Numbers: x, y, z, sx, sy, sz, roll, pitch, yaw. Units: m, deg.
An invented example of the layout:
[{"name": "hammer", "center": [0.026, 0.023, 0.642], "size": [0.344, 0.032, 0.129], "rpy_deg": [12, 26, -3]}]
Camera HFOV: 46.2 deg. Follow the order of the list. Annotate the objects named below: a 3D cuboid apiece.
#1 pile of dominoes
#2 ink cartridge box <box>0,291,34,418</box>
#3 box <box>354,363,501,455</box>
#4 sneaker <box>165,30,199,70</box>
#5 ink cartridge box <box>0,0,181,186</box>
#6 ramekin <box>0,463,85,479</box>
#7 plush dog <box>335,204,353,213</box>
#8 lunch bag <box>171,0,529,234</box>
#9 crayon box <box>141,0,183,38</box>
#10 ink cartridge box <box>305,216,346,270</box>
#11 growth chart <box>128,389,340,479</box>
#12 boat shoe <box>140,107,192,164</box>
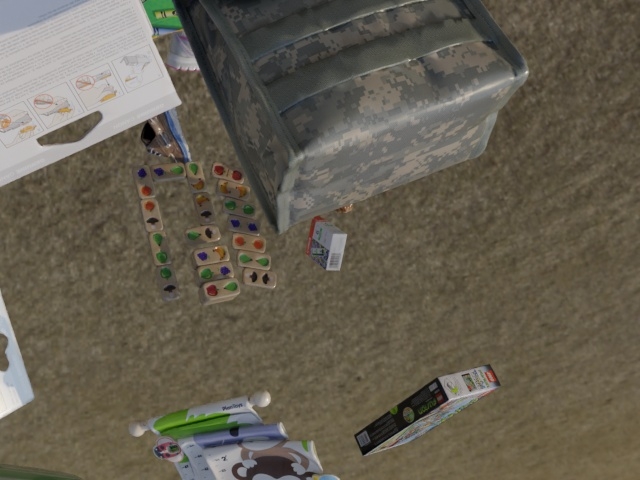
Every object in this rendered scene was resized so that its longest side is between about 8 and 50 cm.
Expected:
[{"name": "pile of dominoes", "center": [-0.184, -0.023, 1.227], "size": [0.196, 0.251, 0.040], "rpy_deg": [-10, 165, -25]}, {"name": "ink cartridge box", "center": [-0.366, 0.121, 0.679], "size": [0.045, 0.145, 0.179], "rpy_deg": [0, -160, 36]}, {"name": "box", "center": [0.151, 0.247, 1.084], "size": [0.114, 0.036, 0.207], "rpy_deg": [-4, 149, -39]}, {"name": "sneaker", "center": [-0.243, -0.465, 1.786], "size": [0.252, 0.103, 0.111], "rpy_deg": [-7, 111, -25]}, {"name": "ink cartridge box", "center": [-0.344, -0.206, 0.899], "size": [0.296, 0.066, 0.261], "rpy_deg": [-26, 152, -8]}, {"name": "ramekin", "center": [-0.182, 0.230, 0.296], "size": [0.148, 0.303, 0.303], "rpy_deg": [15, 138, -31]}, {"name": "plush dog", "center": [0.100, -0.155, 1.204], "size": [0.226, 0.262, 0.210], "rpy_deg": [-8, 107, 24]}, {"name": "lunch bag", "center": [0.009, -0.190, 0.701], "size": [0.235, 0.287, 0.169], "rpy_deg": [-21, 159, -17]}, {"name": "crayon box", "center": [-0.212, -0.390, 1.108], "size": [0.279, 0.165, 0.081], "rpy_deg": [-11, 139, 16]}, {"name": "ink cartridge box", "center": [0.000, 0.000, 1.227], "size": [0.029, 0.115, 0.062], "rpy_deg": [2, 109, -29]}, {"name": "growth chart", "center": [-0.056, 0.244, 0.711], "size": [0.172, 0.021, 0.237], "rpy_deg": [-23, 104, 20]}, {"name": "boat shoe", "center": [-0.269, -0.179, 1.268], "size": [0.066, 0.066, 0.183], "rpy_deg": [-25, 129, -16]}]
